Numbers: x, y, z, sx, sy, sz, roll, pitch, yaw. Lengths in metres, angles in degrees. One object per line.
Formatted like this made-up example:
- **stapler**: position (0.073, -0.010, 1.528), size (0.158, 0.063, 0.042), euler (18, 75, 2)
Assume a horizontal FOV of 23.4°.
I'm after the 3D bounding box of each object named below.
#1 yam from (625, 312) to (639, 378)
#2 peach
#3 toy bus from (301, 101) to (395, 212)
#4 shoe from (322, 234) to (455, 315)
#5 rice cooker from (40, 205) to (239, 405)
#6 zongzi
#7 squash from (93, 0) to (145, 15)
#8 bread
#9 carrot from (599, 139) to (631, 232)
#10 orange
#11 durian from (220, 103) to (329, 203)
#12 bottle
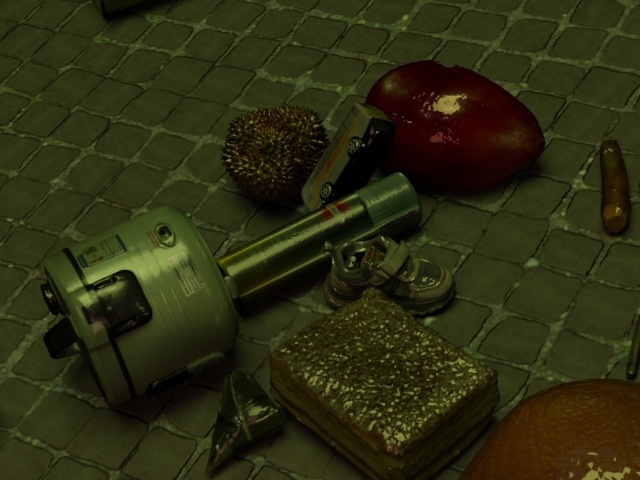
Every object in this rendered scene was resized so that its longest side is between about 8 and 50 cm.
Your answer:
- **yam**: position (0.389, 0.128, 1.898), size (0.014, 0.014, 0.107), euler (4, 46, 20)
- **peach**: position (0.173, -0.152, 2.162), size (0.267, 0.159, 0.154), euler (22, 60, 31)
- **toy bus**: position (0.037, -0.107, 2.136), size (0.057, 0.172, 0.072), euler (9, 32, -41)
- **shoe**: position (0.086, 0.037, 2.020), size (0.180, 0.092, 0.089), euler (2, 44, 17)
- **rice cooker**: position (-0.236, 0.087, 1.969), size (0.244, 0.226, 0.226), euler (-22, 43, -13)
- **zongzi**: position (-0.117, 0.221, 1.915), size (0.119, 0.055, 0.109), euler (-36, 43, -6)
- **squash**: position (-0.284, -0.484, 2.651), size (0.247, 0.132, 0.132), euler (-20, 43, -9)
- **bread**: position (0.075, 0.182, 1.864), size (0.184, 0.111, 0.234), euler (-34, 48, -24)
- **carrot**: position (0.397, -0.077, 2.096), size (0.042, 0.042, 0.171), euler (-5, 40, 10)
- **orange**: position (0.300, 0.312, 1.519), size (0.322, 0.322, 0.357), euler (-36, 58, -21)
- **durian**: position (-0.062, -0.126, 2.213), size (0.158, 0.137, 0.168), euler (-15, 25, -29)
- **bottle**: position (0.000, 0.000, 2.091), size (0.286, 0.082, 0.082), euler (-26, 44, -13)
